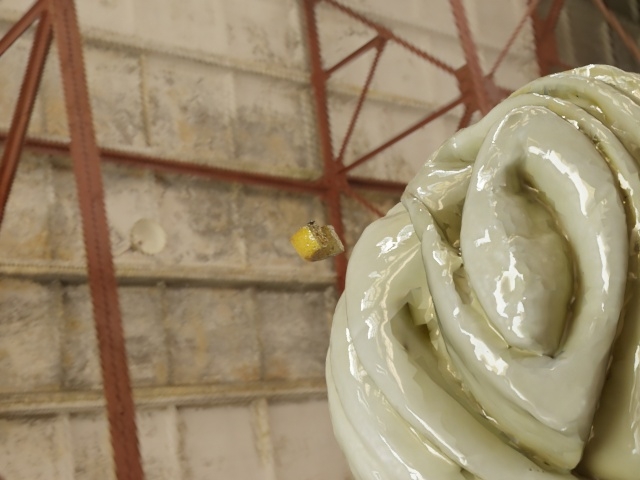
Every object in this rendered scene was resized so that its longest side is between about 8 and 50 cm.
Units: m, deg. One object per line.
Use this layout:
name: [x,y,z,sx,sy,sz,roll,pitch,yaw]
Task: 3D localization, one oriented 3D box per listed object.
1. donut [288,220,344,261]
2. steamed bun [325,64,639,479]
donut: [0.000,0.000,1.228,0.067,0.083,0.038,-20,-100,-19]
steamed bun: [0.112,0.041,0.591,0.203,0.289,0.276,34,-161,-26]
